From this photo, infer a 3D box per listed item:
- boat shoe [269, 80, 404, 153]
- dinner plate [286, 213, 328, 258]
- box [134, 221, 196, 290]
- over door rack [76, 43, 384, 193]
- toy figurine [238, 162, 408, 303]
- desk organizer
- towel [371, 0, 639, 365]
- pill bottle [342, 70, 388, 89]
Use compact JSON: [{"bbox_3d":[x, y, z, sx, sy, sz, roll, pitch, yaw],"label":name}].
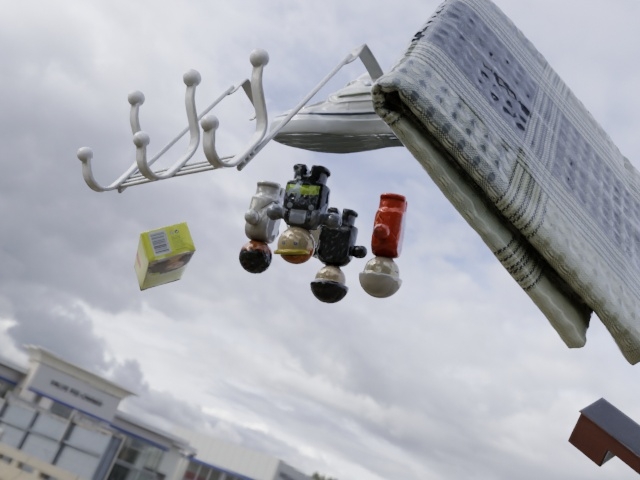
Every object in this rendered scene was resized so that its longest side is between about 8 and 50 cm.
[{"bbox_3d":[0.052,-0.150,0.804,0.226,0.075,0.083,2,-11,13],"label":"boat shoe"},{"bbox_3d":[-0.016,-0.016,1.361,0.141,0.017,0.141,24,-44,25],"label":"dinner plate"},{"bbox_3d":[-0.290,0.033,1.244,0.087,0.058,0.232,-16,-9,-20],"label":"box"},{"bbox_3d":[-0.110,-0.170,0.832,0.240,0.324,0.108,-4,-65,39],"label":"over door rack"},{"bbox_3d":[0.000,0.000,0.953,0.210,0.148,0.213,18,-14,-30],"label":"toy figurine"},{"bbox_3d":[0.345,0.239,0.750,0.130,0.047,0.050,40,-48,41],"label":"desk organizer"},{"bbox_3d":[0.199,-0.077,0.637,0.324,0.312,0.056,45,-51,-9],"label":"towel"},{"bbox_3d":[0.134,-0.265,1.306,0.117,0.117,0.215,-1,8,42],"label":"pill bottle"}]
